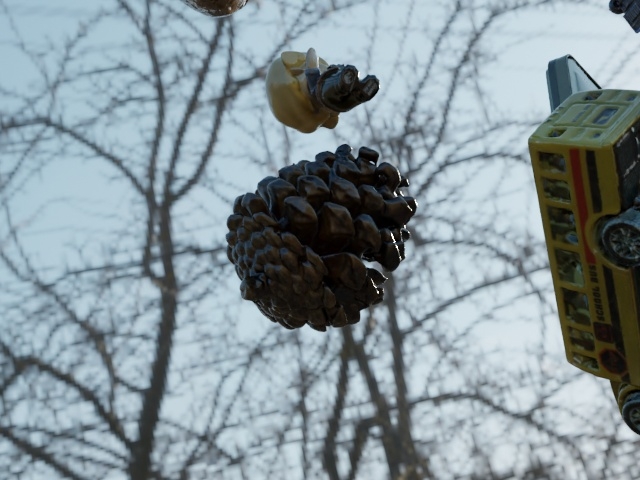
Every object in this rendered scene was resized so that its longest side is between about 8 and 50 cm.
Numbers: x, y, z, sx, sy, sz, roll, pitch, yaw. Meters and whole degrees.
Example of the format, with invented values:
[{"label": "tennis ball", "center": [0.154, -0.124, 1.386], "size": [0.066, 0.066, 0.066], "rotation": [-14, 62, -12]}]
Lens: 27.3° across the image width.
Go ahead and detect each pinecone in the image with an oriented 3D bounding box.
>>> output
[{"label": "pinecone", "center": [0.000, 0.000, 1.670], "size": [0.272, 0.224, 0.224], "rotation": [-40, -4, -36]}]

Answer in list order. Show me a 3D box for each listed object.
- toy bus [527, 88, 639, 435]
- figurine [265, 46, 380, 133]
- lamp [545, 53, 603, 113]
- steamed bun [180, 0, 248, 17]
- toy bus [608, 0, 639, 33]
[{"label": "toy bus", "center": [0.286, 0.027, 1.247], "size": [0.123, 0.335, 0.121], "rotation": [9, 38, 36]}, {"label": "figurine", "center": [0.001, -0.208, 1.774], "size": [0.114, 0.108, 0.196], "rotation": [14, -11, -27]}, {"label": "lamp", "center": [0.392, -0.087, 1.780], "size": [0.047, 0.269, 0.266], "rotation": [-21, -38, 29]}, {"label": "steamed bun", "center": [-0.118, -0.333, 1.515], "size": [0.145, 0.106, 0.175], "rotation": [-60, -3, 11]}, {"label": "toy bus", "center": [0.506, -0.471, 2.242], "size": [0.094, 0.236, 0.079], "rotation": [-31, -12, -17]}]
